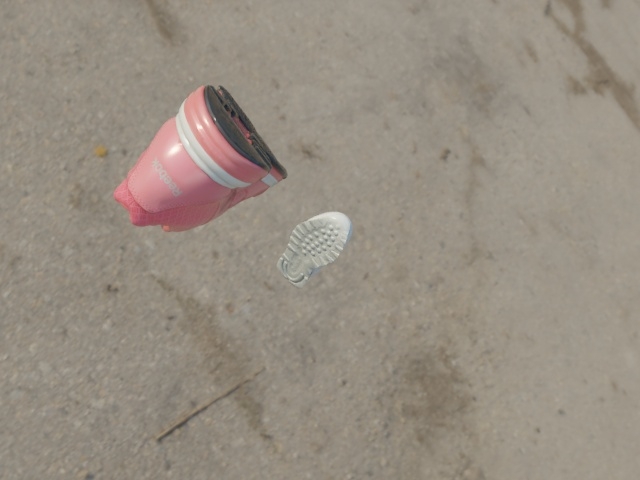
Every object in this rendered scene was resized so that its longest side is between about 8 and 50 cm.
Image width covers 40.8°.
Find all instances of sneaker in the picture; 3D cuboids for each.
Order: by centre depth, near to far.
[{"bbox_3d":[-0.123,-0.072,0.837,0.116,0.136,0.314,54,4,-1],"label":"sneaker"},{"bbox_3d":[0.000,0.000,1.552,0.090,0.235,0.095,50,55,1],"label":"sneaker"}]
